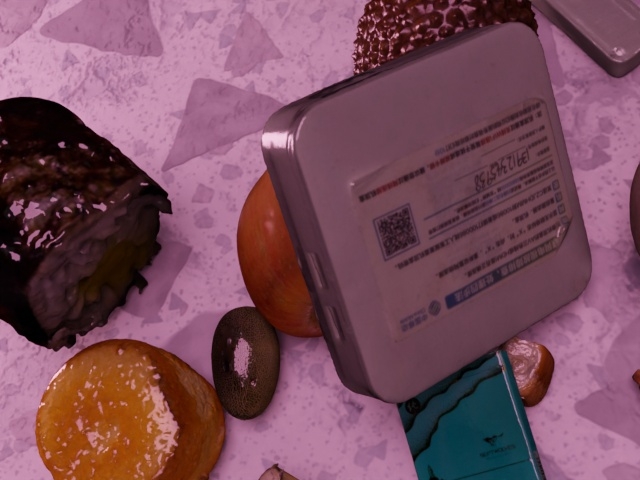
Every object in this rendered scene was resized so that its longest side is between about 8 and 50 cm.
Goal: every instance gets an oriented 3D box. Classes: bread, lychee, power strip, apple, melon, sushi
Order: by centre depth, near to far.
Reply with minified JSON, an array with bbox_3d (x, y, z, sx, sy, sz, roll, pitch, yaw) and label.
[{"bbox_3d":[0.272,0.175,1.360,0.077,0.070,0.083,23,78,21],"label":"bread"},{"bbox_3d":[-0.273,0.260,1.404,0.268,0.145,0.268,-5,70,14],"label":"bread"},{"bbox_3d":[0.000,0.000,1.414,0.242,0.242,0.241,-16,54,5],"label":"apple"},{"bbox_3d":[-0.105,0.173,1.426,0.099,0.099,0.162,-6,73,10],"label":"melon"},{"bbox_3d":[0.173,-0.271,1.467,0.268,0.267,0.267,-4,68,10],"label":"lychee"},{"bbox_3d":[-0.408,-0.026,1.470,0.294,0.281,0.299,36,73,16],"label":"sushi"},{"bbox_3d":[0.362,-0.408,1.574,0.091,0.062,0.385,-39,67,-3],"label":"power strip"}]

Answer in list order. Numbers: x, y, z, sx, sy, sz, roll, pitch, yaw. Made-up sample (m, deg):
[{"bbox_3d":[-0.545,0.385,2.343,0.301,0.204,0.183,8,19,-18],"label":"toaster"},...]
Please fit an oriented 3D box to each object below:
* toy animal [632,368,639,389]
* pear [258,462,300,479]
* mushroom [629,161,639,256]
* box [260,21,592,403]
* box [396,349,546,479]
[{"bbox_3d":[0.533,0.195,1.311,0.241,0.057,0.099,19,81,17],"label":"toy animal"},{"bbox_3d":[-0.028,0.433,1.274,0.178,0.267,0.266,21,73,-7],"label":"pear"},{"bbox_3d":[0.561,-0.048,1.314,0.298,0.297,0.290,25,39,20],"label":"mushroom"},{"bbox_3d":[0.151,-0.038,1.279,0.396,0.111,0.396,-25,108,-25],"label":"box"},{"bbox_3d":[0.199,0.273,1.312,0.161,0.042,0.226,-22,74,21],"label":"box"}]
